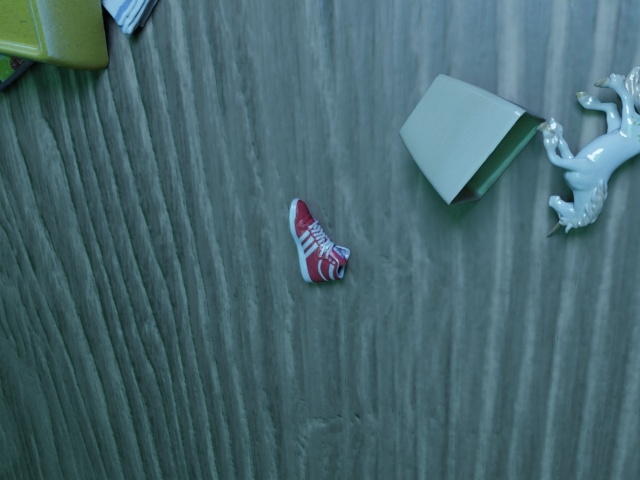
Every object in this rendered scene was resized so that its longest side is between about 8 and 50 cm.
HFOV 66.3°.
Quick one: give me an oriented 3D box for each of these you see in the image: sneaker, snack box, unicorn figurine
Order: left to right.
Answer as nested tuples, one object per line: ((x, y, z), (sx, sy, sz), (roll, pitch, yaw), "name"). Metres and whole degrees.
((-0.524, -0.308, 0.782), (0.141, 0.037, 0.100), (-22, 112, 27), "snack box")
((0.000, 0.000, 0.643), (0.066, 0.042, 0.119), (-2, 112, 30), "sneaker")
((0.265, -0.082, 0.481), (0.162, 0.060, 0.111), (-39, 95, 25), "unicorn figurine")

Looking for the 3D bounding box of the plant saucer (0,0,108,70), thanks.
((-0.447, -0.357, 0.571), (0.332, 0.081, 0.333), (9, 139, -9), "plant saucer")

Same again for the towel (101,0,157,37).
((-0.292, -0.449, 0.649), (0.209, 0.034, 0.285), (-42, 85, 28), "towel")

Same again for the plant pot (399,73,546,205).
((0.149, -0.112, 0.509), (0.096, 0.109, 0.109), (46, 120, 20), "plant pot")
